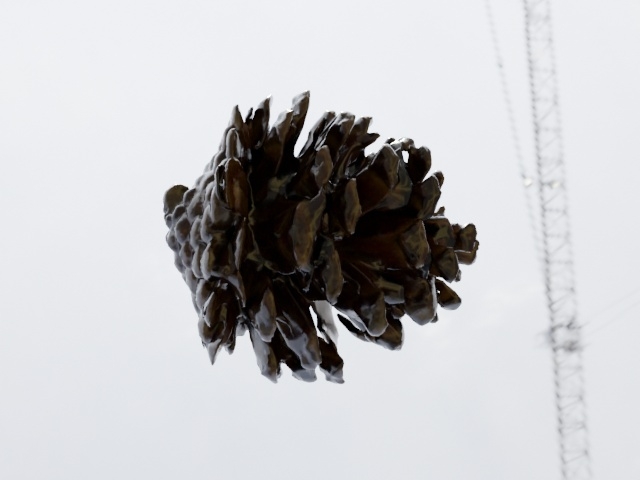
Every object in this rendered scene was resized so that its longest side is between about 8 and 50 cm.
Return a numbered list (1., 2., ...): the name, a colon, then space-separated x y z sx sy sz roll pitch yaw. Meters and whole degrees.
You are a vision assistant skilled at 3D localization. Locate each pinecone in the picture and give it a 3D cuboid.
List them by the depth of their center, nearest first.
1. pinecone: 0.000 0.000 0.830 0.174 0.173 0.173 7 -112 -18
